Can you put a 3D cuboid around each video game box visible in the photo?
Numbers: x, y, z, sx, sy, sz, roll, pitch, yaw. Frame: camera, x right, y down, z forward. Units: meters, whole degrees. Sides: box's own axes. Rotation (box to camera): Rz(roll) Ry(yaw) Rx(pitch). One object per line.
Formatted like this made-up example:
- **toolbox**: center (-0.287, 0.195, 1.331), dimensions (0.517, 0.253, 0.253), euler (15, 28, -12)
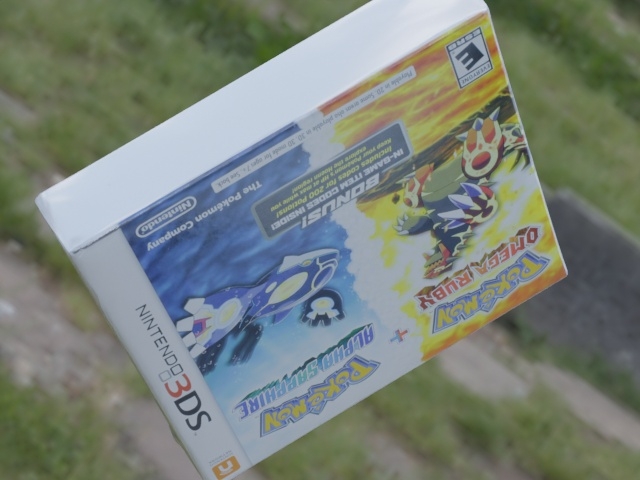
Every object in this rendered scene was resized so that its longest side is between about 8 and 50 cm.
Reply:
- **video game box**: center (0.000, 0.000, 0.883), dimensions (0.048, 0.205, 0.187), euler (54, -7, 40)
